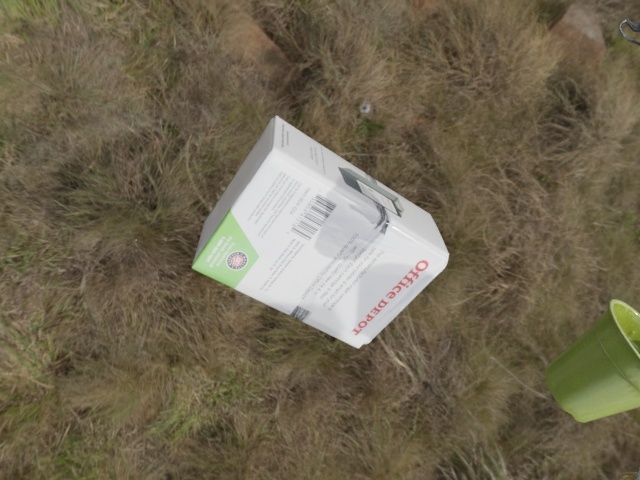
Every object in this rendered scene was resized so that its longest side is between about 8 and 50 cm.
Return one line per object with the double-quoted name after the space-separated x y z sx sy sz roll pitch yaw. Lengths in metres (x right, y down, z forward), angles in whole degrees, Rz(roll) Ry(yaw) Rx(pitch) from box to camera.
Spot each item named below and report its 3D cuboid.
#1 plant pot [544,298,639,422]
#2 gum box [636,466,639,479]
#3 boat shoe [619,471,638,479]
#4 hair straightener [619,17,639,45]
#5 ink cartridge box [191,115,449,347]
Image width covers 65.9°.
0.224 0.103 0.386 0.083 0.083 0.079 29 124 -18 "plant pot"
0.436 0.278 0.584 0.041 0.157 0.185 24 71 16 "gum box"
0.627 0.474 0.917 0.048 0.153 0.056 25 83 -25 "boat shoe"
0.569 -0.325 0.718 0.089 0.230 0.047 -61 143 -39 "hair straightener"
0.000 0.000 0.664 0.272 0.115 0.198 29 118 -21 "ink cartridge box"
